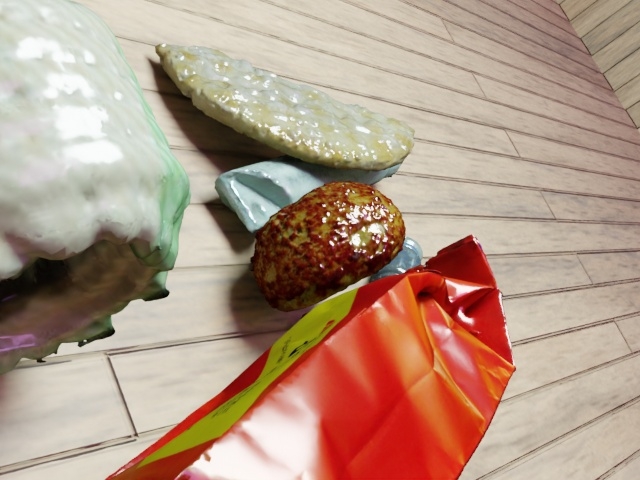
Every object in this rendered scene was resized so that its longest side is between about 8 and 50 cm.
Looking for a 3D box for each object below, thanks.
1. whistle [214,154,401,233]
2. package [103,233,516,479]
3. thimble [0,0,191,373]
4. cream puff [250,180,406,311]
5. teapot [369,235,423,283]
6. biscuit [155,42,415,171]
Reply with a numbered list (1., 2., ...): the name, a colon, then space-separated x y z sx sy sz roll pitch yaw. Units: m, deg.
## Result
1. whistle: -0.001 -0.066 0.863 0.062 0.062 0.312 56 32 4
2. package: -0.010 0.127 0.533 0.123 0.196 0.423 58 30 -1
3. thimble: -0.183 -0.019 0.435 0.219 0.219 0.150 -5 64 -55
4. cream puff: 0.000 0.000 0.718 0.084 0.149 0.149 64 31 -4
5. teapot: 0.087 0.037 0.887 0.063 0.049 0.083 47 32 -11
6. biscuit: -0.026 -0.118 0.822 0.289 0.038 0.141 18 29 -19
